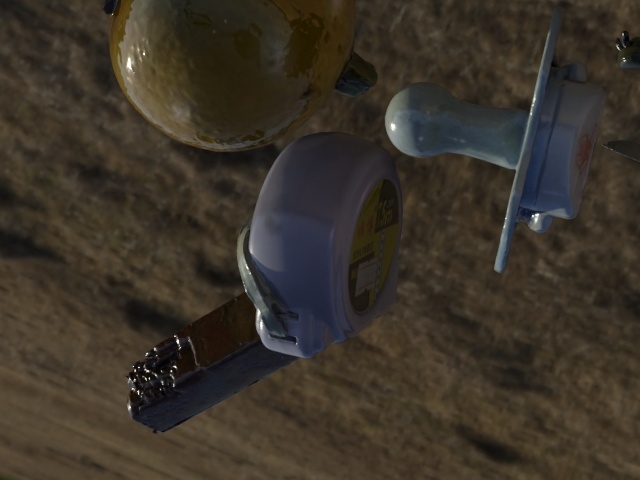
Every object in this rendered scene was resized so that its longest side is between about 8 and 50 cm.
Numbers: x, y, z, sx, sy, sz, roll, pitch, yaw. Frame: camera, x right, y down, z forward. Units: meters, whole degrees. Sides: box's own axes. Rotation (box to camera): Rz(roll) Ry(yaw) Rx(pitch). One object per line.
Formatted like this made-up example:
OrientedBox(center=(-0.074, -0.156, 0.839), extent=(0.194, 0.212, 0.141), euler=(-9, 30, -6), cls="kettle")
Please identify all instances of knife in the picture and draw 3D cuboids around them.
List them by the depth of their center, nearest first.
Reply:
OrientedBox(center=(0.602, -0.112, 1.814), extent=(0.298, 0.047, 0.017), euler=(22, 151, 3), cls="knife")

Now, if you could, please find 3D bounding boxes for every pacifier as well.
OrientedBox(center=(0.182, -0.118, 1.205), extent=(0.226, 0.287, 0.238), euler=(15, -170, 6), cls="pacifier")

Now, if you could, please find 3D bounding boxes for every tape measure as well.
OrientedBox(center=(0.002, -0.004, 0.938), extent=(0.105, 0.178, 0.196), euler=(12, -168, 22), cls="tape measure")

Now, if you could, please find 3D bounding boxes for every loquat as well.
OrientedBox(center=(-0.088, -0.260, 1.354), extent=(0.359, 0.328, 0.328), euler=(24, 162, -22), cls="loquat")

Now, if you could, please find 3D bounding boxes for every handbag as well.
OrientedBox(center=(0.417, -0.225, 1.366), extent=(0.111, 0.047, 0.072), euler=(6, 175, 0), cls="handbag")

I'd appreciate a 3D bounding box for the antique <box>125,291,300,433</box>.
OrientedBox(center=(-0.133, 0.156, 1.533), extent=(0.310, 0.087, 0.093), euler=(-30, 144, 18), cls="antique")
